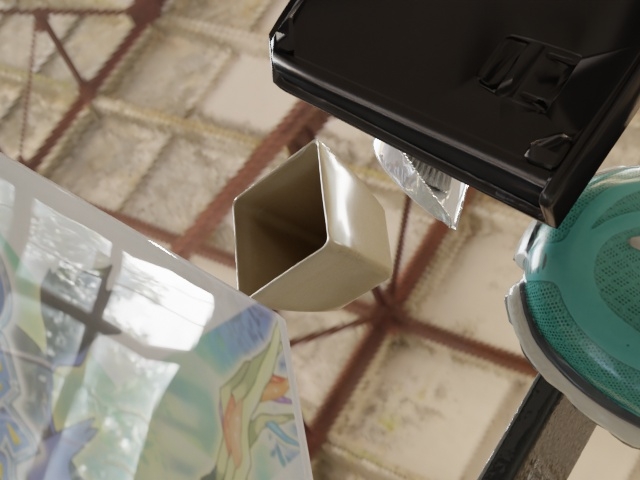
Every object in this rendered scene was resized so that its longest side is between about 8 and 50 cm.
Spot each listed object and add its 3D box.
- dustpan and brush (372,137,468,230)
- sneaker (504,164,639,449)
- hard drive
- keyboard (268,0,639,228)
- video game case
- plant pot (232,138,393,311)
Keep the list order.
[{"bbox_3d":[0.086,-0.119,1.397,0.060,0.211,0.147,-53,-173,31],"label":"dustpan and brush"},{"bbox_3d":[0.194,0.037,0.387,0.275,0.110,0.107,19,-104,4],"label":"sneaker"},{"bbox_3d":[0.138,0.147,0.842,0.022,0.094,0.135,23,-108,33],"label":"hard drive"},{"bbox_3d":[0.135,-0.141,0.343,0.201,0.033,0.317,30,-96,40],"label":"keyboard"},{"bbox_3d":[-0.087,0.123,0.499,0.036,0.300,0.329,-28,-127,23],"label":"video game case"},{"bbox_3d":[0.000,0.000,1.084,0.109,0.096,0.109,-35,-134,34],"label":"plant pot"}]
